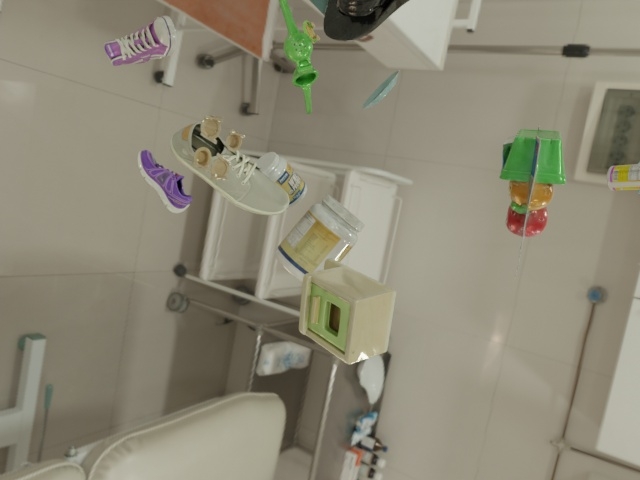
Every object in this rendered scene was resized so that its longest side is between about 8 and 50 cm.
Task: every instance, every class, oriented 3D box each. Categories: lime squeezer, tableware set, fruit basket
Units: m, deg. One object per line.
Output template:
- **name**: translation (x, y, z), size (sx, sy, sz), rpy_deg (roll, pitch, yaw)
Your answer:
- **lime squeezer**: translation (-0.049, -0.364, 1.056), size (0.059, 0.110, 0.310), rpy_deg (-32, 137, -14)
- **tableware set**: translation (-0.277, -0.245, 1.400), size (0.141, 0.020, 0.168), rpy_deg (19, 90, -52)
- **fruit basket**: translation (0.545, -0.116, 1.396), size (0.327, 0.165, 0.353), rpy_deg (-38, 139, -60)

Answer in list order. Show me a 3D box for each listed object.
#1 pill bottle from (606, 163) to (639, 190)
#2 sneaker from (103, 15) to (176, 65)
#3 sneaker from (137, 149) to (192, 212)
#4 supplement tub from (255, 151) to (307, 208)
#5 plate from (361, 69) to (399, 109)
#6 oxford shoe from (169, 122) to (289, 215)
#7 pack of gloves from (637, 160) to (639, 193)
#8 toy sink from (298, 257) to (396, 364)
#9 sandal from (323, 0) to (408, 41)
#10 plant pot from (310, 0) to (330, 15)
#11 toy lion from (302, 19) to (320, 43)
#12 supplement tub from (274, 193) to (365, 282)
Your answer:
- **pill bottle**: translation (0.532, -0.107, 0.878), size (0.043, 0.083, 0.043), rpy_deg (-3, 94, -40)
- **sneaker**: translation (-0.545, -0.577, 1.552), size (0.161, 0.282, 0.102), rpy_deg (-28, 104, -38)
- **sneaker**: translation (-0.360, -0.146, 1.226), size (0.170, 0.071, 0.068), rpy_deg (53, 11, -3)
- **supplement tub**: translation (-0.162, -0.235, 2.052), size (0.199, 0.144, 0.144), rpy_deg (47, 61, -35)
- **plate**: translation (0.219, -0.531, 1.867), size (0.024, 0.188, 0.188), rpy_deg (41, 59, -13)
- **oxford shoe**: translation (-0.285, -0.232, 1.738), size (0.449, 0.130, 0.169), rpy_deg (34, 48, -20)
- **pack of gloves**: translation (0.913, -0.182, 1.294), size (0.232, 0.195, 0.046), rpy_deg (-56, 155, 16)
- **toy sink**: translation (0.037, 0.152, 1.191), size (0.131, 0.234, 0.153), rpy_deg (-8, 113, -38)
- **sandal**: translation (0.142, -0.602, 1.187), size (0.107, 0.446, 0.167), rpy_deg (-2, 83, -42)
- **plant pot**: translation (0.028, -0.752, 1.439), size (0.166, 0.234, 0.165), rpy_deg (-19, 143, -32)
- **toy lion**: translation (-0.046, -0.850, 2.117), size (0.096, 0.034, 0.100), rpy_deg (4, 64, -61)
- **supplement tub**: translation (0.000, 0.000, 2.029), size (0.316, 0.228, 0.228), rpy_deg (-50, 149, 6)
